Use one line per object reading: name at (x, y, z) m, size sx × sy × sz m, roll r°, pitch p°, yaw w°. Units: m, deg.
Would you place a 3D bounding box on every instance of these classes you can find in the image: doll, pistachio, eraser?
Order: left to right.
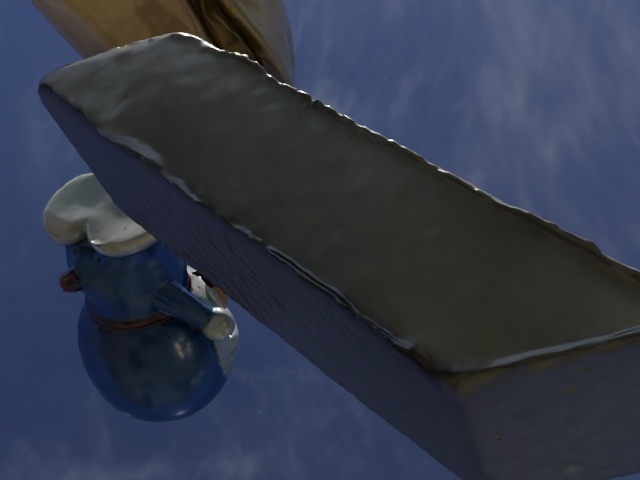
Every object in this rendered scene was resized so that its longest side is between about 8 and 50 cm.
doll at (-0.169, 0.053, 0.890) m, size 0.215 × 0.257 × 0.161 m, roll 27°, pitch -129°, yaw 33°
pistachio at (-0.142, -0.233, 0.772) m, size 0.193 × 0.214 × 0.318 m, roll -42°, pitch -81°, yaw -5°
eraser at (0.001, -0.001, 0.425) m, size 0.077 × 0.111 × 0.352 m, roll -45°, pitch -129°, yaw -15°
